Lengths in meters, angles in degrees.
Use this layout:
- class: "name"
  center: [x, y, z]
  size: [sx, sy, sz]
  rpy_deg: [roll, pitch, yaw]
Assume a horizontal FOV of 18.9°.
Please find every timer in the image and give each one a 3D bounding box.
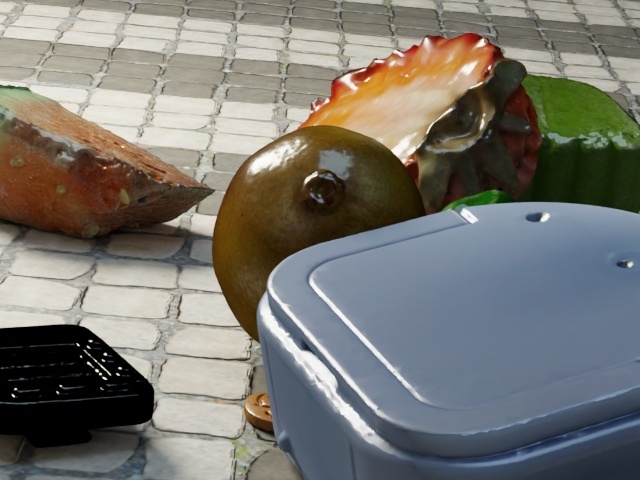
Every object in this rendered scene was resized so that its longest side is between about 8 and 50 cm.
- class: "timer"
  center: [-0.228, 0.115, 1.541]
  size: [0.144, 0.055, 0.187]
  rpy_deg: [-2, 15, -26]
- class: "timer"
  center: [0.164, 0.111, 1.440]
  size: [0.395, 0.173, 0.395]
  rpy_deg: [-6, 23, 2]

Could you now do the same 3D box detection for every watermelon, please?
- class: "watermelon"
  center: [-0.243, -0.065, 1.992]
  size: [0.257, 0.139, 0.193]
  rpy_deg: [19, 16, 10]

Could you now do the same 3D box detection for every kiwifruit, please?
- class: "kiwifruit"
  center: [0.000, 0.000, 1.663]
  size: [0.196, 0.196, 0.234]
  rpy_deg: [5, -24, -2]

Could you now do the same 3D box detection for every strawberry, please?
- class: "strawberry"
  center: [0.099, -0.093, 2.094]
  size: [0.265, 0.149, 0.336]
  rpy_deg: [-53, 29, -19]

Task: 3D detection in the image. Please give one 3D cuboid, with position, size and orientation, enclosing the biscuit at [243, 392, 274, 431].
- class: "biscuit"
  center: [-0.018, 0.138, 1.584]
  size: [0.091, 0.015, 0.078]
  rpy_deg: [1, 19, -14]

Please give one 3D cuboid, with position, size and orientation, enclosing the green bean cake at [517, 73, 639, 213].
- class: "green bean cake"
  center: [0.263, -0.113, 2.259]
  size: [0.222, 0.125, 0.248]
  rpy_deg: [6, 23, 0]

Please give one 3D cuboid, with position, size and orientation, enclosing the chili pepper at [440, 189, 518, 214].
- class: "chili pepper"
  center: [0.189, 0.025, 1.823]
  size: [0.099, 0.136, 0.270]
  rpy_deg: [23, 8, -32]
